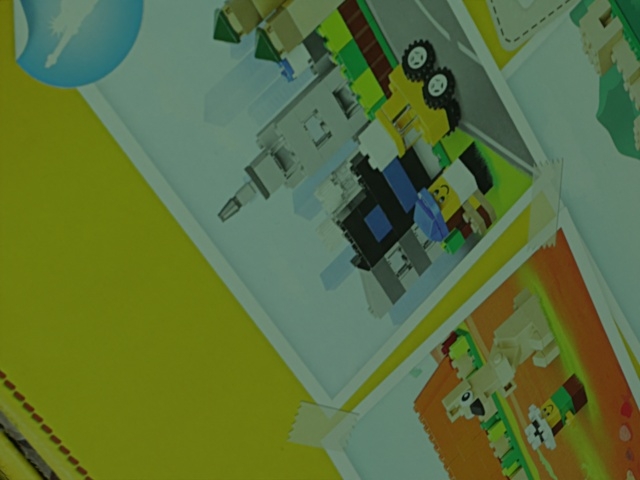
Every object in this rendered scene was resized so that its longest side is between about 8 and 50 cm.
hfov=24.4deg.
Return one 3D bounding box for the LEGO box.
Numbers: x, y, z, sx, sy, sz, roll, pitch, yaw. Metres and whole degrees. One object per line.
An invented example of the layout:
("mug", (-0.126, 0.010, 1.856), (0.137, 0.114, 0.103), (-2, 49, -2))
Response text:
("LEGO box", (0.024, -0.019, 0.581), (0.372, 0.193, 0.500), (-43, 126, -18))
